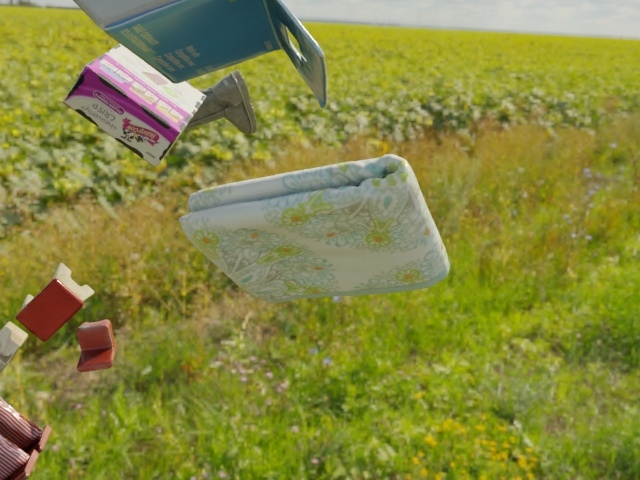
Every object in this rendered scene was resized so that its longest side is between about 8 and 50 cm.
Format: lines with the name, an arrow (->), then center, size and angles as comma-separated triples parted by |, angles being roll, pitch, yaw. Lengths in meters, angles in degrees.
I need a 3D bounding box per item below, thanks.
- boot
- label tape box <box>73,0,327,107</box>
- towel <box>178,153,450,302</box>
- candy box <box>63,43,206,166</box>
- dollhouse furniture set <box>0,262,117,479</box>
boot -> -0.238, -0.240, 1.623 | 0.208, 0.189, 0.076 | -29, 58, -9
label tape box -> -0.148, -0.221, 0.664 | 0.347, 0.115, 0.249 | 48, 2, -1
towel -> 0.000, 0.000, 1.346 | 0.374, 0.090, 0.320 | -9, -29, 17
candy box -> -0.273, -0.213, 1.248 | 0.159, 0.071, 0.233 | 36, 20, -11
dollhouse furniture set -> -0.496, 0.248, 1.379 | 0.201, 0.374, 0.152 | 44, 13, -15
